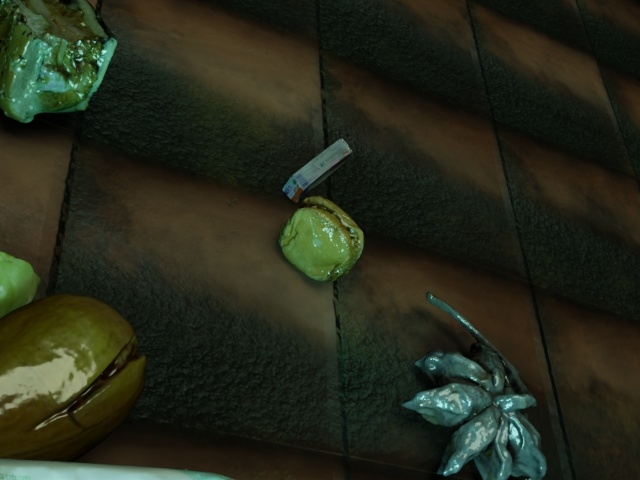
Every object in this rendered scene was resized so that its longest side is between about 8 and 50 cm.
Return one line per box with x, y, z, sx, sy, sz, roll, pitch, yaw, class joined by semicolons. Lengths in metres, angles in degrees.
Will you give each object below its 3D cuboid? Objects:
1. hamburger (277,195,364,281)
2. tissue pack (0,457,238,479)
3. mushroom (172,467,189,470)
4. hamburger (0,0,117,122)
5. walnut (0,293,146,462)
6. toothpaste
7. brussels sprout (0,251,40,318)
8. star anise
0.000;0.000;1.593;0.147;0.138;0.083;41;38;9;hamburger
-0.290;0.359;0.993;0.356;0.266;0.194;12;55;-29;tissue pack
-0.155;0.398;1.212;0.071;0.084;0.209;-36;86;-6;mushroom
-0.453;-0.300;1.482;0.167;0.192;0.288;12;25;-36;hamburger
-0.368;0.195;1.118;0.336;0.209;0.209;-30;77;-43;walnut
-0.003;-0.140;1.771;0.040;0.047;0.196;42;42;5;toothpaste
-0.455;0.075;1.198;0.151;0.149;0.122;8;75;-8;brussels sprout
0.272;0.274;1.571;0.359;0.139;0.316;44;36;2;star anise
